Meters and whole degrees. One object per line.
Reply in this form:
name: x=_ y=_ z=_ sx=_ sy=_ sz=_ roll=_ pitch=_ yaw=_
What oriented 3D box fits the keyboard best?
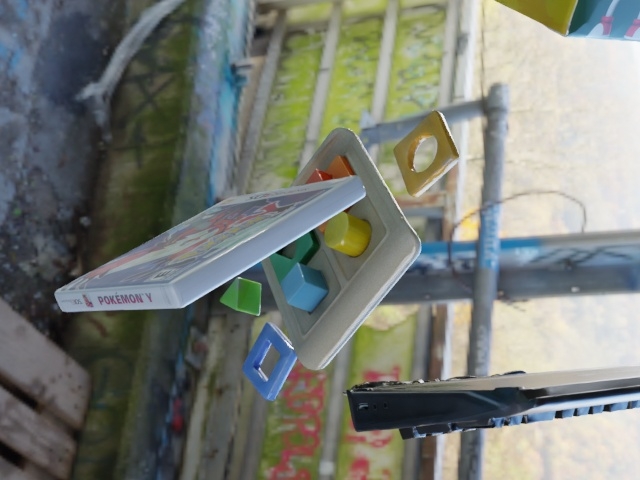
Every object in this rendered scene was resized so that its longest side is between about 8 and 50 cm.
keyboard: x=0.146 y=0.096 z=0.608 sx=0.317 sy=0.201 sz=0.033 roll=3 pitch=81 yaw=-39

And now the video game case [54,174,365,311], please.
video game case: x=-0.091 y=0.002 z=0.797 sx=0.201 sy=0.183 sz=0.023 roll=-33 pitch=107 yaw=-38

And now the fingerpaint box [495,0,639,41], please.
fingerpaint box: x=0.216 y=-0.462 z=1.037 sx=0.163 sy=0.445 sz=0.371 roll=-5 pitch=122 yaw=-35

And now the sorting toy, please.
sorting toy: x=0.000 y=0.000 z=0.985 sx=0.047 sy=0.348 sz=0.196 roll=20 pitch=29 yaw=-37
